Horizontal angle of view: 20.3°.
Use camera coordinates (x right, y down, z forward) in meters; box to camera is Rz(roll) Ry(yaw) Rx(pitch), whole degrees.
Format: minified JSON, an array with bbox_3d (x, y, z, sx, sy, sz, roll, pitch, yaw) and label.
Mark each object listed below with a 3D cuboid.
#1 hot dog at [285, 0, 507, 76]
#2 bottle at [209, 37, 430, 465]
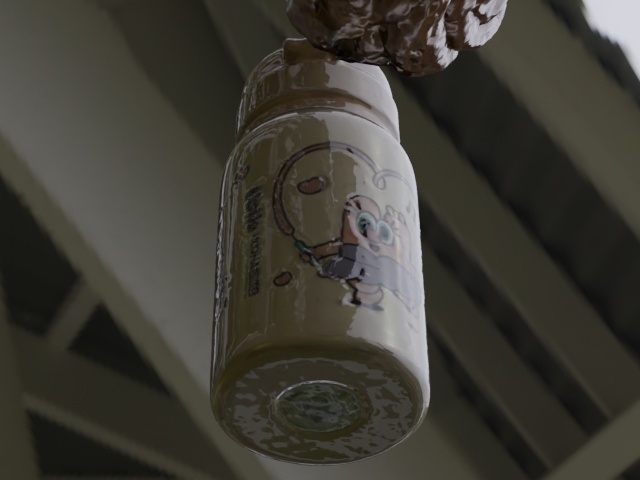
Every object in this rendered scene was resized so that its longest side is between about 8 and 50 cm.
[{"bbox_3d":[0.014,-0.164,0.600,0.196,0.122,0.272,62,-5,11],"label":"hot dog"},{"bbox_3d":[0.000,0.000,0.848,0.097,0.209,0.110,-1,-42,2],"label":"bottle"}]
